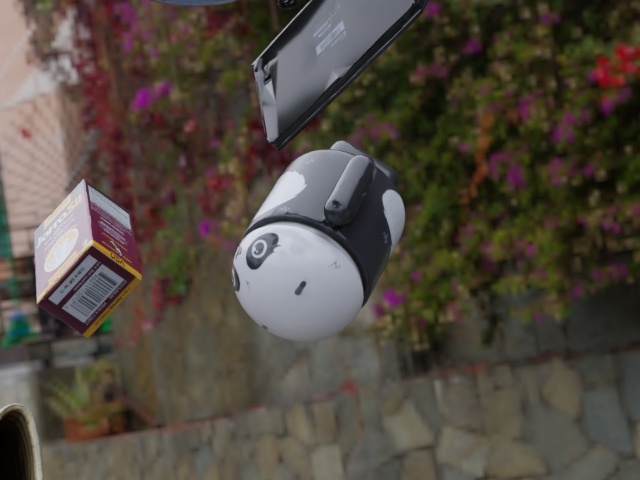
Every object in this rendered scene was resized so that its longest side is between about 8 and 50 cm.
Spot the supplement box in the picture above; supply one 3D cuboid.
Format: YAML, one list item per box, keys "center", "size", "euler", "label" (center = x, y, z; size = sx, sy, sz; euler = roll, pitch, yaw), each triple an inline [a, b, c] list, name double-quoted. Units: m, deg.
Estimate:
- center: [-0.286, 0.019, 1.872]
  size: [0.104, 0.081, 0.188]
  euler: [-46, 26, 12]
  label: "supplement box"

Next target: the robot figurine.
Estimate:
- center: [-0.001, -0.002, 1.891]
  size: [0.174, 0.209, 0.278]
  euler: [3, 40, 26]
  label: "robot figurine"

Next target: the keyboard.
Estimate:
- center: [0.014, -0.249, 1.655]
  size: [0.033, 0.201, 0.317]
  euler: [6, -28, -33]
  label: "keyboard"

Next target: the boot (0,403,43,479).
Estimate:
- center: [-0.308, 0.260, 1.367]
  size: [0.077, 0.213, 0.165]
  euler: [18, -27, -25]
  label: "boot"

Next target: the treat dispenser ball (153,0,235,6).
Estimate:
- center: [-0.107, -0.340, 1.282]
  size: [0.288, 0.288, 0.288]
  euler: [-9, -4, -1]
  label: "treat dispenser ball"
